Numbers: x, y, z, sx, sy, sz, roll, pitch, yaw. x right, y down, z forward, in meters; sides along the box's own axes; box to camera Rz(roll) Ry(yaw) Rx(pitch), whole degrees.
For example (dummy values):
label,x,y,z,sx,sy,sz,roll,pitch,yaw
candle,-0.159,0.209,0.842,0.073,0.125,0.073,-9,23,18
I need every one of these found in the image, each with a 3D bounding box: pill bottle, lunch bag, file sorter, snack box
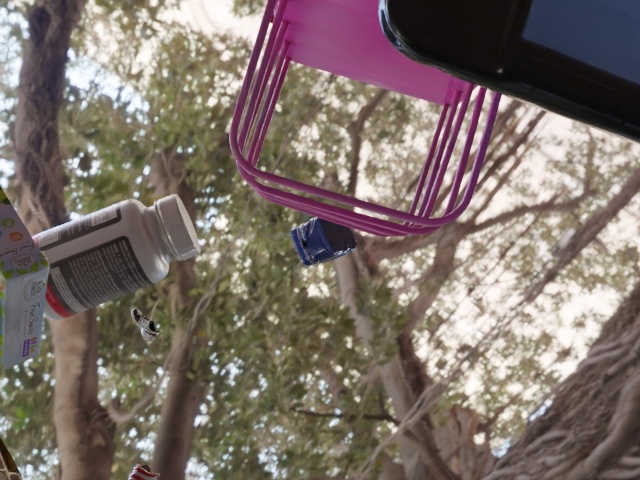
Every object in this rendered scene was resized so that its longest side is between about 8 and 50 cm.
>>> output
label,x,y,z,sx,sy,sz,roll,pitch,yaw
pill bottle,-0.410,0.023,1.515,0.319,0.176,0.176,-21,-128,-2
lunch bag,0.000,0.000,1.143,0.098,0.065,0.067,-11,-103,-59
file sorter,0.035,-0.108,0.698,0.202,0.182,0.291,17,179,-1
snack box,-0.263,0.029,0.623,0.037,0.141,0.100,-24,-115,-36

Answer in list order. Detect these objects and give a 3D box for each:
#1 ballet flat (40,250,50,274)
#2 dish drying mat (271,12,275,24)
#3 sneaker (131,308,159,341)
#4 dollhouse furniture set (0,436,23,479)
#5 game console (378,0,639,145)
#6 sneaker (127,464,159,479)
label,x,y,z,sx,sy,sz,roll,pitch,yaw
ballet flat,-0.445,0.058,0.999,0.203,0.074,0.074,-6,-147,15
dish drying mat,-0.060,-0.392,1.252,0.032,0.083,0.008,26,-176,-41
sneaker,-0.381,0.180,1.674,0.083,0.037,0.032,55,-161,12
dollhouse furniture set,-0.399,0.142,0.655,0.151,0.301,0.197,-26,-111,-16
game console,0.206,-0.158,0.293,0.293,0.250,0.173,18,-178,-10
sneaker,-0.277,0.394,1.196,0.042,0.118,0.067,18,-122,15
